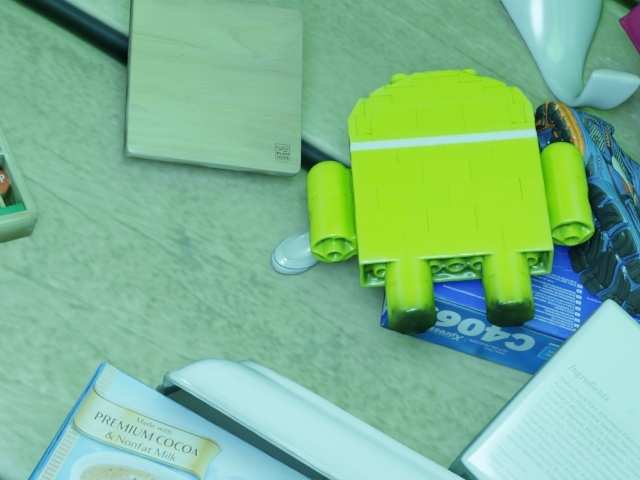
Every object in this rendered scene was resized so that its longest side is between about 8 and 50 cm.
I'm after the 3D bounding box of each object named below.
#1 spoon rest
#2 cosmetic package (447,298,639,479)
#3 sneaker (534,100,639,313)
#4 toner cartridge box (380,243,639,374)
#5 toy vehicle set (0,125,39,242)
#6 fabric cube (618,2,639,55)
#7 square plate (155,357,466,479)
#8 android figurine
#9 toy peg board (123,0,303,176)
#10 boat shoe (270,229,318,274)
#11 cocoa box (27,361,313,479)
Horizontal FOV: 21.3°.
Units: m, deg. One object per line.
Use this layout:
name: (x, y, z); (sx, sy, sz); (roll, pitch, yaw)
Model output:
spoon rest: (0.252, -0.230, 1.774); (0.137, 0.084, 0.276); (6, 44, -20)
cosmetic package: (0.223, 0.172, 1.405); (0.151, 0.151, 0.183); (43, 82, 8)
sneaker: (0.266, -0.035, 1.548); (0.087, 0.083, 0.221); (-2, 61, -30)
toner cartridge box: (0.235, 0.047, 1.577); (0.348, 0.075, 0.165); (18, 55, -11)
toy vehicle set: (-0.386, -0.051, 1.406); (0.267, 0.035, 0.166); (-16, 66, -30)
fabric cube: (0.509, -0.191, 1.691); (0.254, 0.258, 0.259); (-1, 59, -44)
square plate: (0.039, 0.176, 1.257); (0.344, 0.347, 0.049); (29, 81, -3)
android figurine: (0.110, -0.045, 1.495); (0.248, 0.056, 0.272); (-6, 56, 0)
toy peg board: (-0.105, -0.135, 1.566); (0.161, 0.079, 0.160); (6, 73, -18)
boat shoe: (0.000, 0.000, 1.534); (0.100, 0.035, 0.035); (-19, 68, -32)
cocoa box: (-0.079, 0.295, 1.187); (0.347, 0.231, 0.228); (30, 53, -3)
